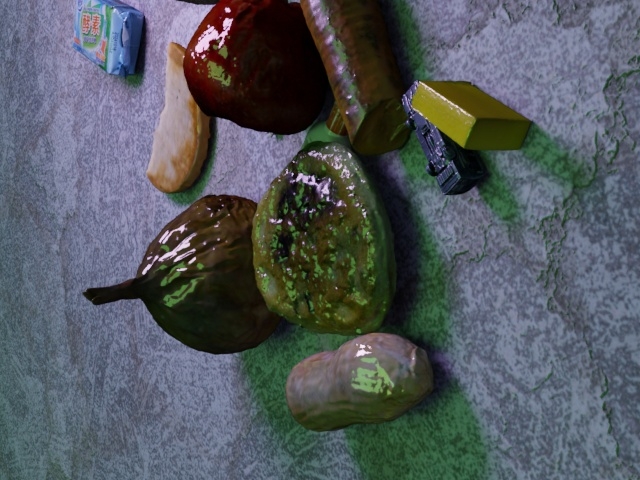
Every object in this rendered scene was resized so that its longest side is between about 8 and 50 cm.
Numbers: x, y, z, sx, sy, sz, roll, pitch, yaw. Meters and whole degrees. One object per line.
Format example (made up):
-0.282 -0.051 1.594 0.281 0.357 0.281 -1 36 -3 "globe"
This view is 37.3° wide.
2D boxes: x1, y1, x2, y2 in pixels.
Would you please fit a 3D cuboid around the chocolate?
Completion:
0.049 0.211 1.410 0.309 0.134 0.134 -22 75 54 "chocolate"

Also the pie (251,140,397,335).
0.000 0.000 1.442 0.323 0.070 0.323 11 105 49 "pie"

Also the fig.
-0.235 0.057 1.611 0.286 0.368 0.287 -1 89 46 "fig"

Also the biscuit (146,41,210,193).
-0.279 -0.225 1.915 0.204 0.040 0.309 44 128 44 "biscuit"

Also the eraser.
0.188 -0.160 1.199 0.122 0.097 0.045 47 130 44 "eraser"

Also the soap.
-0.485 -0.475 2.155 0.293 0.077 0.156 35 121 48 "soap"

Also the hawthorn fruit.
-0.089 -0.304 1.487 0.210 0.230 0.266 -151 76 -79 "hawthorn fruit"

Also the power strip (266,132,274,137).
-0.078 -0.218 1.645 0.027 0.017 0.083 38 123 48 "power strip"

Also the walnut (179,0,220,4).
-0.213 -0.510 1.636 0.224 0.224 0.224 8 100 55 "walnut"

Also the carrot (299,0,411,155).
0.049 -0.278 1.375 0.114 0.114 0.302 -37 66 51 "carrot"

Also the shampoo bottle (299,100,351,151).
0.007 -0.131 1.502 0.108 0.051 0.221 59 137 38 "shampoo bottle"

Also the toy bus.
0.163 -0.138 1.265 0.047 0.065 0.166 -49 53 45 "toy bus"
